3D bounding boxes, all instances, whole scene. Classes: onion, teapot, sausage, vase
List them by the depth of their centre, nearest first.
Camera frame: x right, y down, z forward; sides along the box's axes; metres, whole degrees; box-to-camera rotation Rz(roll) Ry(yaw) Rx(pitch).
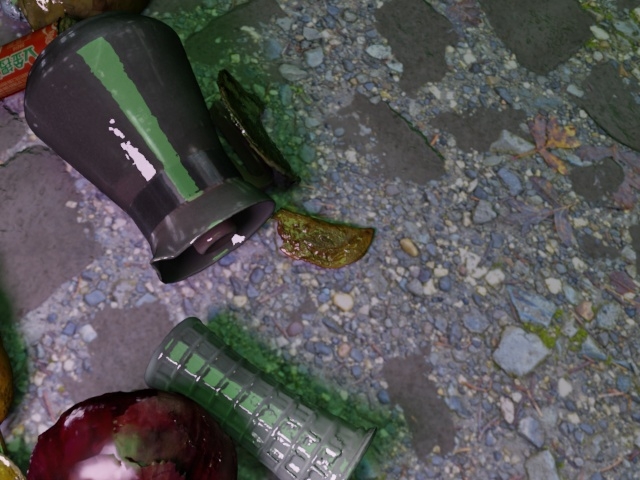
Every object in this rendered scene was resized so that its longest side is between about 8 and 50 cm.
[{"bbox_3d":[-0.224,0.276,0.847,0.252,0.252,0.219,-6,38,-12],"label":"onion"},{"bbox_3d":[-0.086,0.227,0.934,0.298,0.143,0.143,33,66,9],"label":"vase"},{"bbox_3d":[-0.229,-0.137,1.029,0.300,0.253,0.344,-27,79,-48],"label":"teapot"},{"bbox_3d":[-0.478,-0.260,1.074,0.263,0.083,0.083,-17,67,17],"label":"sausage"}]

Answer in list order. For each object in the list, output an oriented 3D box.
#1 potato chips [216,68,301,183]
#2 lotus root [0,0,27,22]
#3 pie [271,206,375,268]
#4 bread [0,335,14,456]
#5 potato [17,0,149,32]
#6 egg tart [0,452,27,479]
[{"bbox_3d":[-0.102,-0.188,1.105,0.029,0.202,0.220,-35,55,13],"label":"potato chips"},{"bbox_3d":[-0.567,-0.498,1.161,0.322,0.158,0.140,42,67,0],"label":"lotus root"},{"bbox_3d":[0.000,0.000,1.100,0.169,0.034,0.092,15,63,-9],"label":"pie"},{"bbox_3d":[-0.488,0.136,0.938,0.124,0.084,0.344,-27,74,-13],"label":"bread"},{"bbox_3d":[-0.371,-0.421,1.159,0.141,0.176,0.298,39,43,2],"label":"potato"},{"bbox_3d":[-0.418,0.307,0.871,0.105,0.039,0.105,2,106,7],"label":"egg tart"}]
